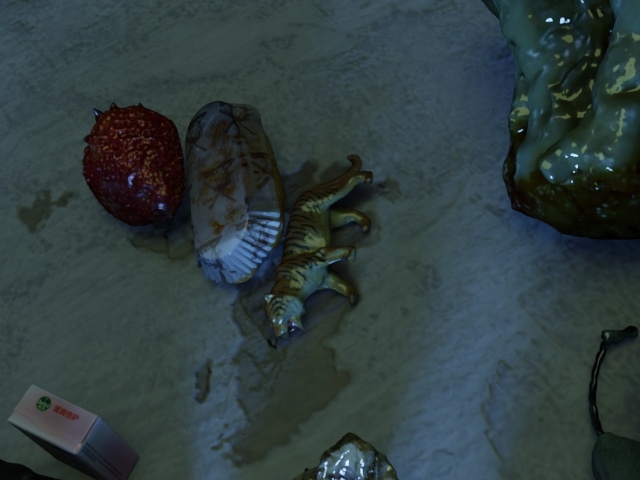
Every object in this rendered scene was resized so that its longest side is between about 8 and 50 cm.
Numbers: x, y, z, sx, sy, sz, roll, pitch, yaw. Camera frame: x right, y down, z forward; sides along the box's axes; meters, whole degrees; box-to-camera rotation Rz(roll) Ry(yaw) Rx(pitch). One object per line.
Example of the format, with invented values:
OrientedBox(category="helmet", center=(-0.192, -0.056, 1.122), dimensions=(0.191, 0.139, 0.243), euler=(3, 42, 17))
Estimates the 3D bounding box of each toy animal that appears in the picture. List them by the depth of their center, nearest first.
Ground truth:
OrientedBox(category="toy animal", center=(0.293, 0.198, 0.874), dimensions=(0.079, 0.070, 0.253), euler=(8, 46, -18))
OrientedBox(category="toy animal", center=(0.000, 0.000, 1.044), dimensions=(0.099, 0.057, 0.241), euler=(4, 61, 13))

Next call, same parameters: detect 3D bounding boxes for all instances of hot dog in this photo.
OrientedBox(category="hot dog", center=(-0.105, -0.067, 1.088), dimensions=(0.131, 0.069, 0.253), euler=(-29, 53, 23))

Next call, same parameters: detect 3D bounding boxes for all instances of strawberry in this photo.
OrientedBox(category="strawberry", center=(-0.223, -0.085, 1.098), dimensions=(0.131, 0.131, 0.148), euler=(-14, 46, 3))

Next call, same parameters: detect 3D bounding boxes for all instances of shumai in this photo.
OrientedBox(category="shumai", center=(0.309, -0.168, 0.956), dimensions=(0.397, 0.324, 0.324), euler=(16, 78, 24))

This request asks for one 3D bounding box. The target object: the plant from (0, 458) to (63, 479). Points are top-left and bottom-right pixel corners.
OrientedBox(category="plant", center=(-0.270, 0.320, 0.841), dimensions=(0.320, 0.182, 0.194), euler=(19, 65, 26))

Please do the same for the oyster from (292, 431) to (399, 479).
OrientedBox(category="oyster", center=(-0.006, 0.291, 0.863), dimensions=(0.161, 0.107, 0.233), euler=(28, 87, 19))

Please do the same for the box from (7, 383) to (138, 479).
OrientedBox(category="box", center=(-0.248, 0.202, 0.933), dimensions=(0.089, 0.125, 0.043), euler=(20, 64, 20))
